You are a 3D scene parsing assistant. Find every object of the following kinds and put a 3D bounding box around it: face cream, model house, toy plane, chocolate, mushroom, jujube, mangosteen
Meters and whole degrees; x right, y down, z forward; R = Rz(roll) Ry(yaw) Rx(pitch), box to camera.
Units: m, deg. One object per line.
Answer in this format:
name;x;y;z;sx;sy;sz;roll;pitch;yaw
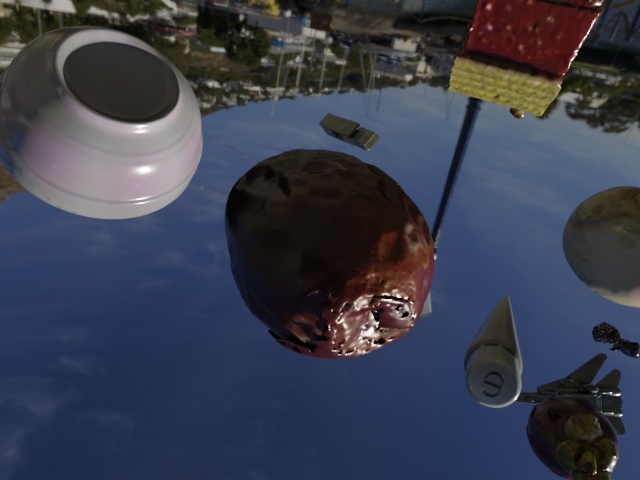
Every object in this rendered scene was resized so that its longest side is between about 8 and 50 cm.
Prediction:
face cream;0.307;0.191;0.830;0.089;0.143;0.314;24;-164;13
model house;0.340;-0.342;0.810;0.195;0.254;0.160;18;-133;10
toy plane;0.557;0.366;1.063;0.267;0.212;0.088;2;170;0
chocolate;0.784;0.271;1.214;0.072;0.070;0.147;21;-164;-3
mushroom;0.773;0.030;1.138;0.356;0.315;0.315;25;-171;-44
jujube;0.000;0.000;0.447;0.183;0.184;0.243;-2;-147;-26
mangosteen;0.494;0.390;0.894;0.166;0.166;0.180;14;-176;6

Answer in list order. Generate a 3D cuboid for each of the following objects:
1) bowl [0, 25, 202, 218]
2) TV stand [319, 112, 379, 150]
bowl;-0.295;-0.188;0.653;0.286;0.143;0.287;16;-123;-27
TV stand;0.057;-0.237;1.002;0.042;0.036;0.249;44;-178;-29
